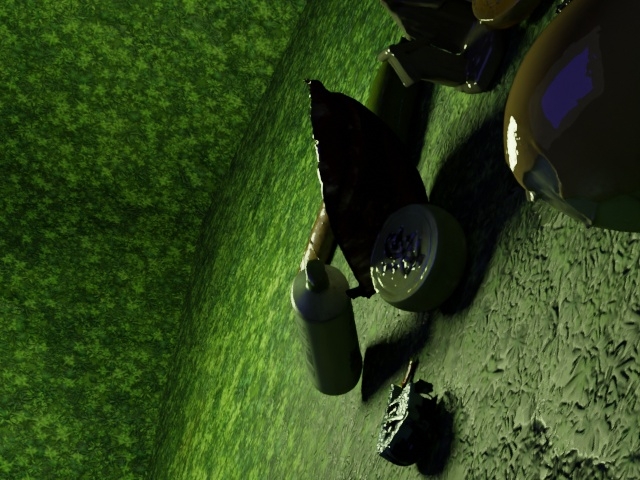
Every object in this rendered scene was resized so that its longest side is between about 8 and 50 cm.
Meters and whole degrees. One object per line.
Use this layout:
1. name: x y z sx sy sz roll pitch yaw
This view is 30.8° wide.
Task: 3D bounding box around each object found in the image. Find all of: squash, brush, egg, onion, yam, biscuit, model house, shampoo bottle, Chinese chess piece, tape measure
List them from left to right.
1. yam: 0.000 0.000 2.198 0.057 0.056 0.241 -152 83 -77
2. shampoo bottle: 0.007 0.114 1.689 0.234 0.087 0.118 79 -176 -46
3. onion: 0.069 -0.093 1.651 0.280 0.146 0.314 67 -166 -53
4. squash: 0.121 -0.227 1.960 0.087 0.087 0.331 131 156 -59
5. brush: 0.105 0.193 1.539 0.019 0.021 0.083 173 116 -79
6. tape measure: 0.105 0.228 1.412 0.094 0.054 0.091 -59 11 35
7. Chinese chess piece: 0.126 0.022 1.519 0.144 0.058 0.144 -28 54 46
8. model house: 0.177 -0.322 1.690 0.122 0.188 0.229 99 -175 -69
9. biscuit: 0.275 -0.366 1.571 0.170 0.050 0.170 -40 39 43
10. egg: 0.264 -0.119 0.925 0.244 0.201 0.201 -59 15 16

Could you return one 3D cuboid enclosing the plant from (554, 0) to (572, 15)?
1. plant: 0.302 -0.240 1.236 0.087 0.085 0.174 -27 17 3
